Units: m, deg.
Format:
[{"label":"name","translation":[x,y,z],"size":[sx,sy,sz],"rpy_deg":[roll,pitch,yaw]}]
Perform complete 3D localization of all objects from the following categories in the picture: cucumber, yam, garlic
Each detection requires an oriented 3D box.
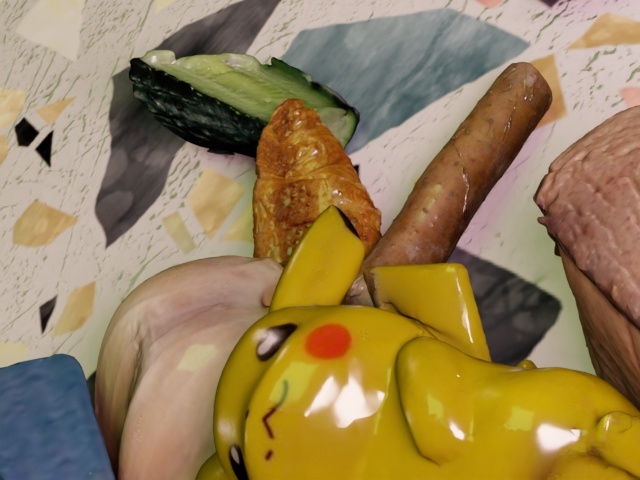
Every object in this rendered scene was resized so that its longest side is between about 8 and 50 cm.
[{"label":"cucumber","translation":[-0.062,-0.107,1.482],"size":[0.193,0.115,0.086],"rpy_deg":[21,115,41]},{"label":"yam","translation":[0.098,-0.035,1.299],"size":[0.056,0.057,0.241],"rpy_deg":[16,60,45]},{"label":"garlic","translation":[-0.098,0.110,1.267],"size":[0.217,0.110,0.228],"rpy_deg":[40,109,53]}]

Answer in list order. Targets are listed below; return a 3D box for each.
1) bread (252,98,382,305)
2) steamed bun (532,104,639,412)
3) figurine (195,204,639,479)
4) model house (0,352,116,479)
[{"label":"bread","translation":[0.000,0.000,1.338],"size":[0.105,0.076,0.233],"rpy_deg":[-19,63,26]},{"label":"steamed bun","translation":[0.273,0.051,0.981],"size":[0.199,0.251,0.301],"rpy_deg":[-33,45,-3]},{"label":"figurine","translation":[0.055,0.111,1.046],"size":[0.326,0.169,0.218],"rpy_deg":[20,93,29]},{"label":"model house","translation":[-0.314,0.206,1.193],"size":[0.342,0.382,0.335],"rpy_deg":[-38,43,14]}]
